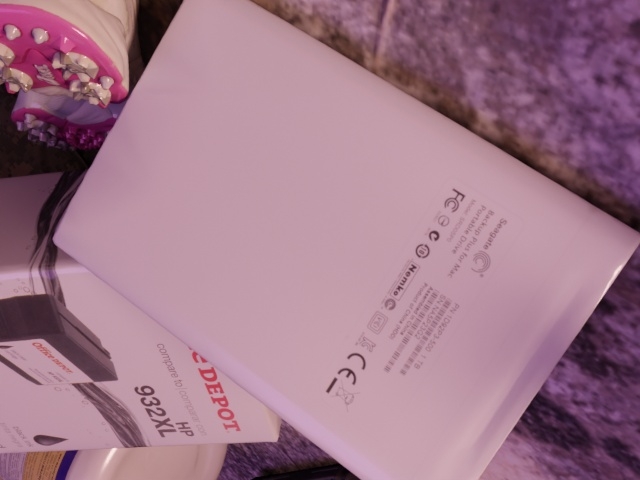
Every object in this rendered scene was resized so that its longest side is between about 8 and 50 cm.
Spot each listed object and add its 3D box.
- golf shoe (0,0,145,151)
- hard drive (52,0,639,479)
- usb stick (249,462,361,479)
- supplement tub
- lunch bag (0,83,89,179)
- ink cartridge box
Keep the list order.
[{"bbox_3d":[-0.170,-0.146,0.610,0.115,0.140,0.306,10,170,-10],"label":"golf shoe"},{"bbox_3d":[0.000,0.000,0.505,0.307,0.203,0.040,34,-171,17],"label":"hard drive"},{"bbox_3d":[-0.013,0.303,0.976,0.077,0.045,0.278,54,148,-1],"label":"usb stick"},{"bbox_3d":[-0.304,0.215,1.022,0.331,0.241,0.241,23,142,32],"label":"supplement tub"},{"bbox_3d":[-0.345,-0.029,0.872,0.287,0.169,0.235,44,145,-12],"label":"lunch bag"},{"bbox_3d":[-0.197,0.064,0.701,0.307,0.129,0.223,-5,130,11],"label":"ink cartridge box"}]
